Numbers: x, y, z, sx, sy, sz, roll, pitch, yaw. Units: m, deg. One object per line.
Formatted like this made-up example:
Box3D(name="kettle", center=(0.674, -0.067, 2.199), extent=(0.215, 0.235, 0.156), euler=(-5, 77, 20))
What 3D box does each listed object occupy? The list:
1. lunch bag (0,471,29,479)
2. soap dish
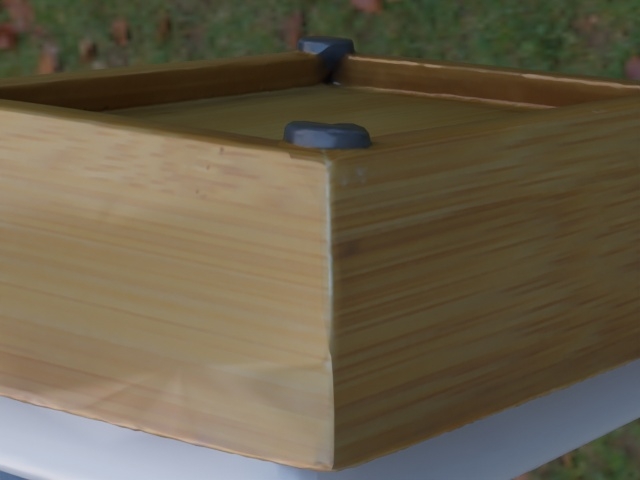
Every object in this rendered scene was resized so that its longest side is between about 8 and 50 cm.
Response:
Box3D(name="lunch bag", center=(-0.204, 0.155, 0.994), extent=(0.385, 0.239, 0.328), euler=(-19, 118, 44))
Box3D(name="soap dish", center=(0.000, 0.000, 0.650), extent=(0.229, 0.291, 0.118), euler=(10, 104, 36))
